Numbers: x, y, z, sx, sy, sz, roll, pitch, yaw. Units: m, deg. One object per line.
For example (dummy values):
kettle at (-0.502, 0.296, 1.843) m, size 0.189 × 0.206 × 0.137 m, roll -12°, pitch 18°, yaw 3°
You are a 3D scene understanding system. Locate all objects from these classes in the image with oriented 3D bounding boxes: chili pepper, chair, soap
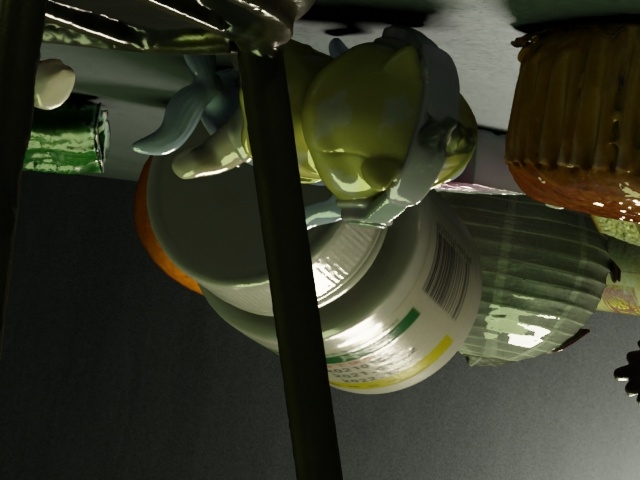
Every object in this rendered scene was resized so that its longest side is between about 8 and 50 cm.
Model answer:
chili pepper at (-0.366, -0.117, 1.709) m, size 0.271 × 0.099 × 0.136 m, roll 3°, pitch -172°, yaw -4°
chair at (-0.180, 0.047, 0.725) m, size 0.362 × 0.410 × 0.365 m, roll 6°, pitch 178°, yaw 28°
soap at (0.125, -0.076, 1.517) m, size 0.100 × 0.056 × 0.149 m, roll 11°, pitch 177°, yaw -27°

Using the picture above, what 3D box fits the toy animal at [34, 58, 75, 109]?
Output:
toy animal at (-0.271, -0.136, 0.970) m, size 0.185 × 0.104 × 0.184 m, roll 29°, pitch 164°, yaw 40°

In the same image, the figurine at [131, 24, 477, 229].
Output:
figurine at (-0.003, -0.072, 0.933) m, size 0.209 × 0.128 × 0.184 m, roll 13°, pitch 174°, yaw -28°

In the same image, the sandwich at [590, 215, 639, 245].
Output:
sandwich at (0.355, -0.026, 1.627) m, size 0.244 × 0.088 × 0.090 m, roll 8°, pitch -177°, yaw -35°

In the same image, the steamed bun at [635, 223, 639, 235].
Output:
steamed bun at (0.308, -0.022, 1.081) m, size 0.155 × 0.172 × 0.141 m, roll -21°, pitch -154°, yaw 28°

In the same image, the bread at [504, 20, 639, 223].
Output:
bread at (0.197, -0.054, 0.872) m, size 0.199 × 0.104 × 0.199 m, roll 10°, pitch 178°, yaw 0°

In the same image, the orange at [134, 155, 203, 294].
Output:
orange at (-0.079, -0.039, 1.633) m, size 0.224 × 0.170 × 0.224 m, roll 5°, pitch 139°, yaw 4°

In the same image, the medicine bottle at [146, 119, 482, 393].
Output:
medicine bottle at (0.000, 0.000, 1.361) m, size 0.208 × 0.208 × 0.340 m, roll 7°, pitch 166°, yaw 23°

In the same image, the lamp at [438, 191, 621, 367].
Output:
lamp at (0.198, 0.026, 1.749) m, size 0.233 × 0.233 × 0.265 m, roll 8°, pitch -179°, yaw -31°

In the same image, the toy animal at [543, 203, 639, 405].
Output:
toy animal at (0.369, -0.014, 1.391) m, size 0.302 × 0.225 × 0.284 m, roll -3°, pitch -161°, yaw -4°

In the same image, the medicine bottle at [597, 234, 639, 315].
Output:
medicine bottle at (0.402, 0.016, 1.843) m, size 0.322 × 0.151 × 0.151 m, roll 7°, pitch 179°, yaw 36°
